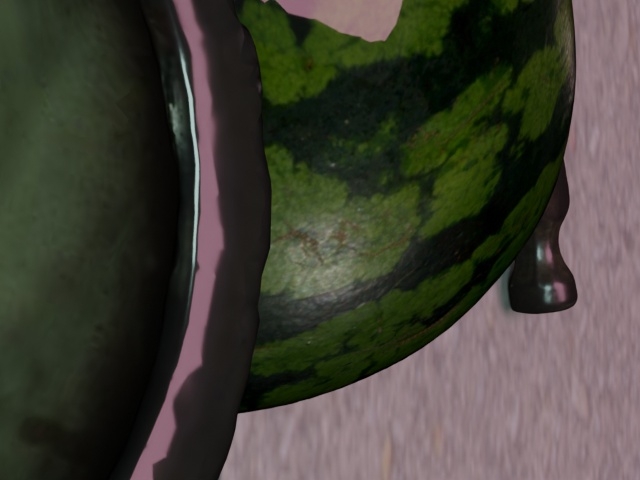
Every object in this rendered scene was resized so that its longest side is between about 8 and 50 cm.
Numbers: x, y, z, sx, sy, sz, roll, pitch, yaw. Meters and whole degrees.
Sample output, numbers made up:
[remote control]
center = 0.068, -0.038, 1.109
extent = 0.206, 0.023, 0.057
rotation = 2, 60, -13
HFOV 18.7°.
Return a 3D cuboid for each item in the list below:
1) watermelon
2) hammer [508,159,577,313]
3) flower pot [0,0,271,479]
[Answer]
[watermelon]
center = -0.055, -0.082, 0.663
extent = 0.285, 0.285, 0.285
rotation = 13, 74, -52
[hammer]
center = 0.000, 0.000, 0.921
extent = 0.440, 0.044, 0.168
rotation = -21, 102, -53
[flower pot]
center = -0.191, -0.009, 0.452
extent = 0.266, 0.267, 0.267
rotation = -2, 93, -44
